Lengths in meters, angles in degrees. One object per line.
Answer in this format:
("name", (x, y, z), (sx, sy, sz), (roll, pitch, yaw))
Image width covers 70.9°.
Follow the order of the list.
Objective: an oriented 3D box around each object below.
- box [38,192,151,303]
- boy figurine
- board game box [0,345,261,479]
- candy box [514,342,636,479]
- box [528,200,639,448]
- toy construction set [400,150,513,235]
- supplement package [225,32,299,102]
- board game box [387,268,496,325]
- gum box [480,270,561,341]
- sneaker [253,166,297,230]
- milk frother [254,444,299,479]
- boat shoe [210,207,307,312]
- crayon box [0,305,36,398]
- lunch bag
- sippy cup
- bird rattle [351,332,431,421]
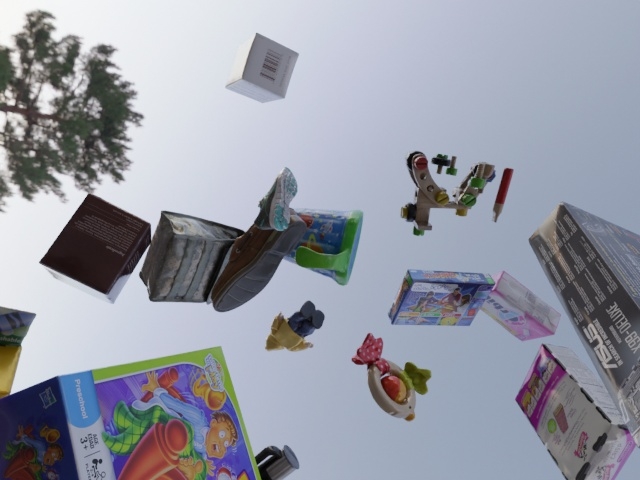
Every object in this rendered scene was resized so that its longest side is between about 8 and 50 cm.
("box", (-0.549, 0.025, 1.125), (0.203, 0.167, 0.168), (-66, -168, -24))
("boy figurine", (-0.103, 0.337, 1.639), (0.177, 0.092, 0.285), (42, -52, -5))
("board game box", (-0.129, 0.283, 0.401), (0.078, 0.233, 0.347), (-24, -103, 14))
("candy box", (0.489, 0.336, 0.877), (0.233, 0.071, 0.159), (-95, -163, -67))
("box", (0.395, 0.102, 0.493), (0.307, 0.242, 0.077), (-84, -162, -55))
("toy construction set", (0.365, -0.110, 1.248), (0.309, 0.257, 0.237), (32, -64, 56))
("supplement package", (-0.139, -0.387, 1.030), (0.179, 0.105, 0.105), (29, -78, 63))
("board game box", (0.262, 0.128, 0.980), (0.035, 0.201, 0.136), (-107, -152, -50))
("gum box", (0.473, 0.165, 1.093), (0.062, 0.188, 0.107), (-54, -178, -28))
("sneaker", (-0.100, -0.090, 0.961), (0.076, 0.065, 0.167), (-10, -132, 29))
("milk frother", (-0.141, 0.717, 1.364), (0.134, 0.129, 0.143), (-38, -138, 1))
("boat shoe", (-0.164, 0.040, 1.101), (0.307, 0.110, 0.104), (-46, -121, 4))
("crayon box", (-0.490, 0.202, 0.501), (0.323, 0.203, 0.083), (-56, -145, 16))
("lunch bag", (-0.367, 0.063, 1.373), (0.169, 0.287, 0.235), (44, -65, 42))
("sippy cup", (0.000, 0.000, 1.384), (0.224, 0.305, 0.240), (13, -106, 9))
("bird rattle", (0.199, 0.388, 1.261), (0.143, 0.253, 0.207), (-38, -157, 25))
